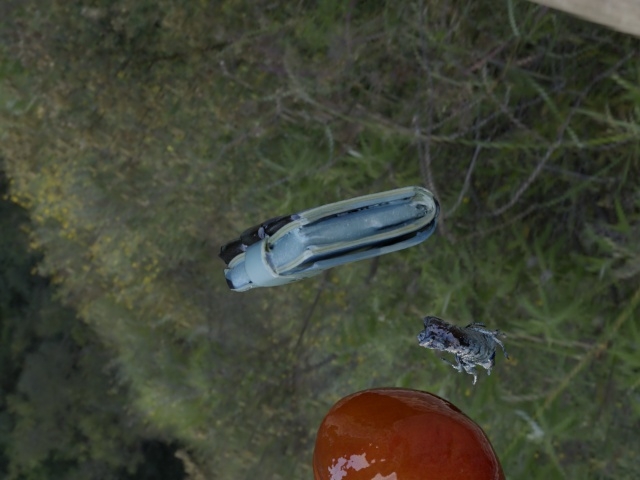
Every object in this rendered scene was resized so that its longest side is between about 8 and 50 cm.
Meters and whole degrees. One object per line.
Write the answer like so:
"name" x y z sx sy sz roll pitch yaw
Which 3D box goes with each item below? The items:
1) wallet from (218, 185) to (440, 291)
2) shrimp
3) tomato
"wallet" 0.000 0.000 1.177 0.250 0.176 0.075 -20 85 64
"shrimp" 0.190 0.141 1.305 0.076 0.082 0.174 23 -178 38
"tomato" 0.095 0.263 1.054 0.180 0.259 0.259 -21 143 -10
